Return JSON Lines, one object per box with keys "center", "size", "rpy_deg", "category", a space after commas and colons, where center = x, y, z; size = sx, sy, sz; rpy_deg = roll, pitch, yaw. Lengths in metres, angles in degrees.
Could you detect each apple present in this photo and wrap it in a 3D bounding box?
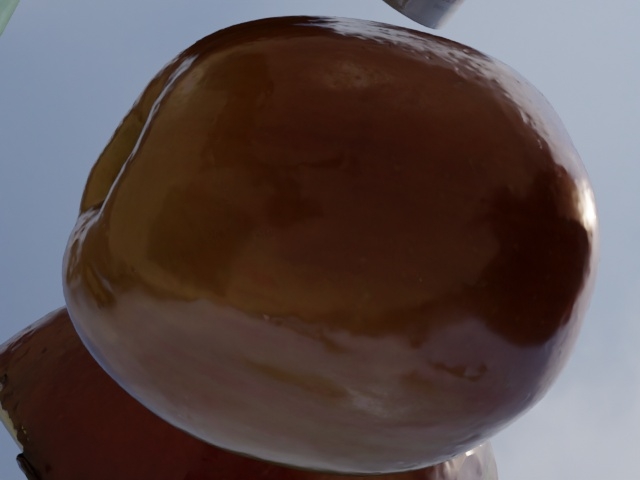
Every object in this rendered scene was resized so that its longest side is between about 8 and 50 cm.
{"center": [0.000, 0.000, 0.643], "size": [0.199, 0.199, 0.199], "rpy_deg": [-12, -143, 9], "category": "apple"}

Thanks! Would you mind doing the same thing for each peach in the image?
{"center": [-0.066, 0.149, 1.030], "size": [0.338, 0.281, 0.281], "rpy_deg": [11, -134, 23], "category": "peach"}

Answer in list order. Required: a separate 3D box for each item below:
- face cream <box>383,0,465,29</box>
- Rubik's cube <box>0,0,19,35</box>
{"center": [0.108, -0.248, 1.133], "size": [0.214, 0.096, 0.096], "rpy_deg": [-50, -150, 22], "category": "face cream"}
{"center": [-0.297, -0.027, 0.287], "size": [0.319, 0.322, 0.316], "rpy_deg": [25, -94, 21], "category": "Rubik's cube"}
